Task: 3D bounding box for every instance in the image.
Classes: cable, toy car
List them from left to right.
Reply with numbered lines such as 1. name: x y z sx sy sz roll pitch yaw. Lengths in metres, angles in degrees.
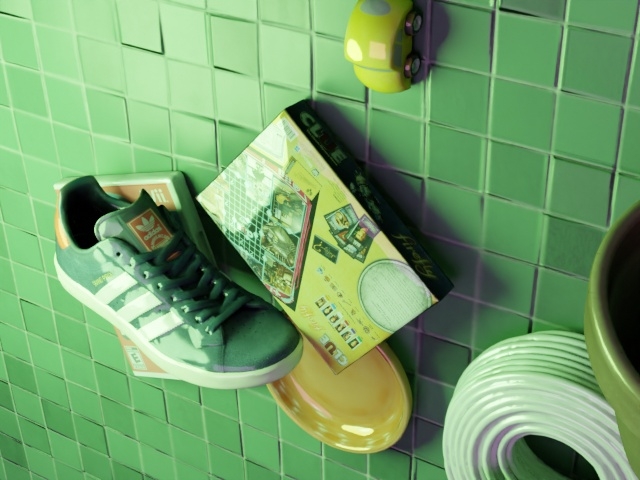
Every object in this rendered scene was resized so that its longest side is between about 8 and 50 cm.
1. toy car: 0.064 -0.250 0.962 0.225 0.053 0.239 -19 107 43
2. cable: 0.242 0.215 1.125 0.257 0.089 0.257 -12 112 41

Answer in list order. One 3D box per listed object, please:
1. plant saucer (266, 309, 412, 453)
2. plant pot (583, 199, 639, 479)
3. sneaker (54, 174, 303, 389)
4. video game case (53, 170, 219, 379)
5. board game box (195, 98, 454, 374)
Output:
1. plant saucer: 0.020 0.153 1.283 0.200 0.037 0.200 20 129 26
2. plant pot: 0.337 0.115 0.903 0.263 0.263 0.229 23 148 22
3. sneaker: -0.169 0.035 1.225 0.350 0.131 0.148 24 132 28
4. video game case: -0.202 0.050 1.384 0.204 0.025 0.285 0 118 37
5. board game box: 0.000 0.000 1.159 0.165 0.042 0.243 -40 87 37
